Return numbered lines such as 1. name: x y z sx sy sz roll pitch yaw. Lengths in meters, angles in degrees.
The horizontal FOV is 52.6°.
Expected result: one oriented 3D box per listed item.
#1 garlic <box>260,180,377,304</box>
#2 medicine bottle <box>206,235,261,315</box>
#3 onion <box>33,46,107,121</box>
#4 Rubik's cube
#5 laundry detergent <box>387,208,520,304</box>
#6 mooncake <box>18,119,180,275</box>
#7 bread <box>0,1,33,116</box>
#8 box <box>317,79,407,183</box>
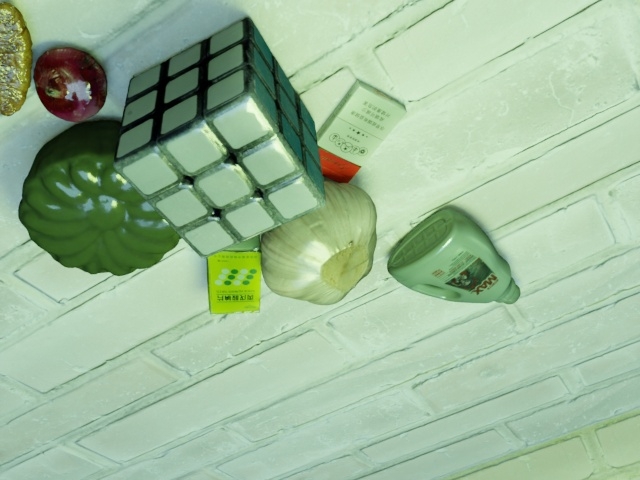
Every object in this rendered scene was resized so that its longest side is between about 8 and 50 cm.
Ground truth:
1. garlic: 0.000 0.000 1.563 0.317 0.259 0.318 -26 132 -33
2. medicine bottle: -0.226 0.065 1.675 0.137 0.141 0.250 -3 135 -10
3. onion: -0.500 -0.298 1.275 0.149 0.140 0.150 -2 118 -5
4. Rubik's cube: -0.191 -0.198 1.300 0.303 0.301 0.305 -24 134 16
5. laundry detergent: 0.400 0.087 1.793 0.397 0.125 0.264 29 124 -33
6. mooncake: -0.478 -0.084 1.455 0.356 0.194 0.357 -4 136 -4
7. bread: -0.611 -0.354 1.250 0.104 0.076 0.233 -1 129 -24
8. box: 0.071 -0.239 1.481 0.138 0.035 0.245 21 129 -26
